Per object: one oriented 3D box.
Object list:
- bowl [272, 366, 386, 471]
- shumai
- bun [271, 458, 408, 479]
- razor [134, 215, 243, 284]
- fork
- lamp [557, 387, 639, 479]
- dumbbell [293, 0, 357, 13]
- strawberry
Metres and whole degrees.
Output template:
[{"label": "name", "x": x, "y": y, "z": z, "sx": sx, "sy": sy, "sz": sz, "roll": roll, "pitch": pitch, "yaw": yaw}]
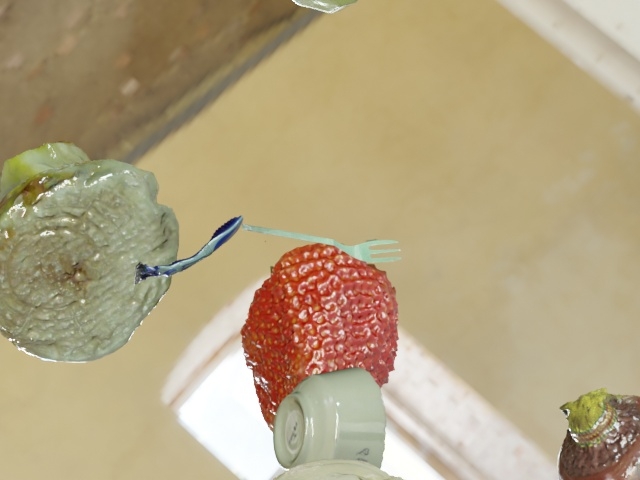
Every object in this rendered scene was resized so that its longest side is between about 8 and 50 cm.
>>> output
[{"label": "bowl", "x": 0.001, "y": 0.289, "z": 2.207, "sx": 0.112, "sy": 0.211, "sz": 0.211, "roll": 9, "pitch": -45, "yaw": -25}, {"label": "shumai", "x": -0.373, "y": -0.009, "z": 2.187, "sx": 0.309, "sy": 0.263, "sz": 0.304, "roll": -14, "pitch": -59, "yaw": -11}, {"label": "bun", "x": 0.033, "y": 0.290, "z": 1.487, "sx": 0.231, "sy": 0.231, "sz": 0.133, "roll": 80, "pitch": -151, "yaw": -77}, {"label": "razor", "x": -0.150, "y": 0.014, "z": 1.742, "sx": 0.154, "sy": 0.028, "sz": 0.044, "roll": -29, "pitch": -20, "yaw": -25}, {"label": "fork", "x": -0.001, "y": 0.001, "z": 1.997, "sx": 0.235, "sy": 0.039, "sz": 0.021, "roll": 8, "pitch": -43, "yaw": -22}, {"label": "lamp", "x": 0.334, "y": 0.237, "z": 1.667, "sx": 0.156, "sy": 0.135, "sz": 0.157, "roll": -49, "pitch": 31, "yaw": -23}, {"label": "dumbbell", "x": 0.036, "y": -0.444, "z": 1.913, "sx": 0.121, "sy": 0.108, "sz": 0.302, "roll": 39, "pitch": -115, "yaw": -46}, {"label": "strawberry", "x": -0.004, "y": 0.196, "z": 2.484, "sx": 0.351, "sy": 0.267, "sz": 0.312, "roll": -89, "pitch": 19, "yaw": -52}]
